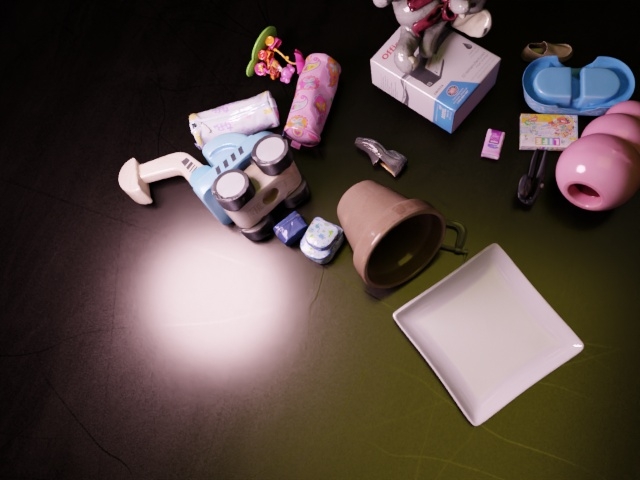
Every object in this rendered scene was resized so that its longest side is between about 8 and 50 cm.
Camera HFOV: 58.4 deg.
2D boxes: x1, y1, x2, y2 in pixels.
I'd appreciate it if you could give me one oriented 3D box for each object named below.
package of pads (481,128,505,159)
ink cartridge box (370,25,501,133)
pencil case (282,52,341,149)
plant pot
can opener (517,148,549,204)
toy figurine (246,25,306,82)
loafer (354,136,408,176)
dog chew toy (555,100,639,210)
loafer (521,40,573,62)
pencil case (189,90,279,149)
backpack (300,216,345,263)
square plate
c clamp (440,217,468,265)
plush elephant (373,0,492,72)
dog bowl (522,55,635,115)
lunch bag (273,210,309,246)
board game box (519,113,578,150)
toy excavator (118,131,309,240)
[{"bbox_3d":[0.497,-0.276,1.647,0.050,0.032,0.083,16,75,11],"label":"package of pads"},{"bbox_3d":[0.334,-0.502,1.696,0.307,0.129,0.223,38,81,19],"label":"ink cartridge box"},{"bbox_3d":[-0.025,-0.421,1.735,0.124,0.124,0.284,11,75,12],"label":"pencil case"},{"bbox_3d":[0.162,-0.041,1.525,0.263,0.263,0.229,-36,53,-4],"label":"plant pot"},{"bbox_3d":[0.596,-0.178,1.587,0.059,0.073,0.186,21,67,23],"label":"can opener"},{"bbox_3d":[-0.126,-0.559,1.809,0.159,0.130,0.173,33,101,8],"label":"toy figurine"},{"bbox_3d":[0.169,-0.248,1.675,0.170,0.062,0.061,29,83,18],"label":"loafer"},{"bbox_3d":[0.769,-0.237,1.512,0.207,0.206,0.332,32,71,17],"label":"dog chew toy"},{"bbox_3d":[0.676,-0.560,1.703,0.148,0.050,0.056,-2,72,8],"label":"loafer"},{"bbox_3d":[-0.261,-0.369,1.749,0.273,0.124,0.113,-16,70,2],"label":"pencil case"},{"bbox_3d":[0.000,0.000,1.606,0.105,0.084,0.114,28,81,19],"label":"backpack"},{"bbox_3d":[0.425,0.235,1.479,0.344,0.049,0.347,-34,70,-4],"label":"square plate"},{"bbox_3d":[0.338,-0.003,1.586,0.161,0.022,0.137,20,76,14],"label":"c clamp"},{"bbox_3d":[0.331,-0.641,1.534,0.255,0.272,0.330,3,42,35],"label":"plush elephant"},{"bbox_3d":[0.729,-0.437,1.643,0.297,0.074,0.166,4,73,10],"label":"dog bowl"},{"bbox_3d":[-0.083,-0.039,1.638,0.098,0.067,0.065,-39,77,-6],"label":"lunch bag"},{"bbox_3d":[0.651,-0.309,1.636,0.154,0.026,0.103,3,73,10],"label":"board game box"},{"bbox_3d":[-0.319,-0.189,1.676,0.433,0.222,0.445,-42,58,-8],"label":"toy excavator"}]
